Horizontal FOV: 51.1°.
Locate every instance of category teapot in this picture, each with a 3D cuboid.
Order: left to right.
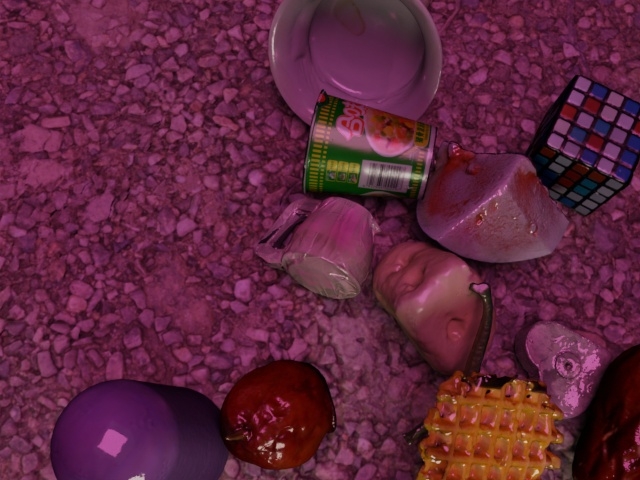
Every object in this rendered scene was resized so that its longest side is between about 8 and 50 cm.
[{"bbox_3d":[0.010,0.008,1.315,0.163,0.221,0.178,43,61,-31],"label":"teapot"}]

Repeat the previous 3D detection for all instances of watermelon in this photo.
[{"bbox_3d":[0.304,-0.084,1.274,0.289,0.214,0.320,-26,64,-34],"label":"watermelon"}]

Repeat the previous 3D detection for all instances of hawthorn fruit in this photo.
[{"bbox_3d":[-0.084,0.313,1.164,0.189,0.251,0.190,5,101,25],"label":"hawthorn fruit"}]

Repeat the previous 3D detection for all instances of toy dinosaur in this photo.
[{"bbox_3d":[0.309,0.315,1.192,0.301,0.087,0.447,-43,103,4],"label":"toy dinosaur"}]

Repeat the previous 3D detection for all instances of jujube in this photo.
[{"bbox_3d":[0.579,0.336,1.192,0.223,0.223,0.318,33,83,7],"label":"jujube"}]

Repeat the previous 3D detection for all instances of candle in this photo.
[{"bbox_3d":[0.472,0.244,1.292,0.168,0.068,0.192,-13,79,-7],"label":"candle"}]

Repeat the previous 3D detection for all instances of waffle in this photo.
[{"bbox_3d":[0.289,0.338,1.113,0.311,0.060,0.307,-24,109,-27],"label":"waffle"}]

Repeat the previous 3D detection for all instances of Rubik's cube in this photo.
[{"bbox_3d":[0.533,-0.190,1.356,0.182,0.187,0.184,29,73,6],"label":"Rubik's cube"}]

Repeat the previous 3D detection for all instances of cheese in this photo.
[{"bbox_3d":[0.219,0.122,1.268,0.173,0.251,0.248,-41,114,-6],"label":"cheese"}]

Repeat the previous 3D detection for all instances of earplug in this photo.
[{"bbox_3d":[-0.276,0.316,1.038,0.215,0.456,0.215,0,73,0],"label":"earplug"}]

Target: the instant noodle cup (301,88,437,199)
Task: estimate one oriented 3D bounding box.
[{"bbox_3d":[0.097,-0.169,1.282,0.232,0.207,0.207,11,74,5],"label":"instant noodle cup"}]

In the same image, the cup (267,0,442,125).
[{"bbox_3d":[0.083,-0.389,1.347,0.347,0.347,0.163,22,40,4],"label":"cup"}]

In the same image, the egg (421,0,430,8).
[{"bbox_3d":[0.156,-0.525,1.453,0.209,0.151,0.151,-35,78,-21],"label":"egg"}]
